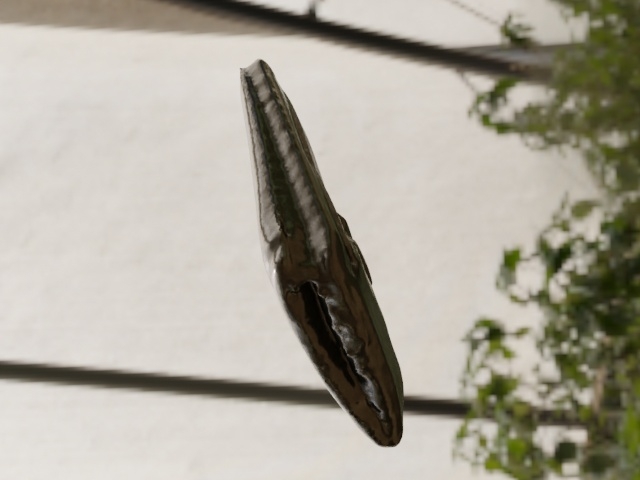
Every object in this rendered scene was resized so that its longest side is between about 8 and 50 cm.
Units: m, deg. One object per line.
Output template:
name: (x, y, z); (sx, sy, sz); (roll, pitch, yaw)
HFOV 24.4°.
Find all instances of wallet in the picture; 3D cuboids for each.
wallet: (0.000, 0.000, 0.951); (0.245, 0.052, 0.168); (-105, -9, -52)
